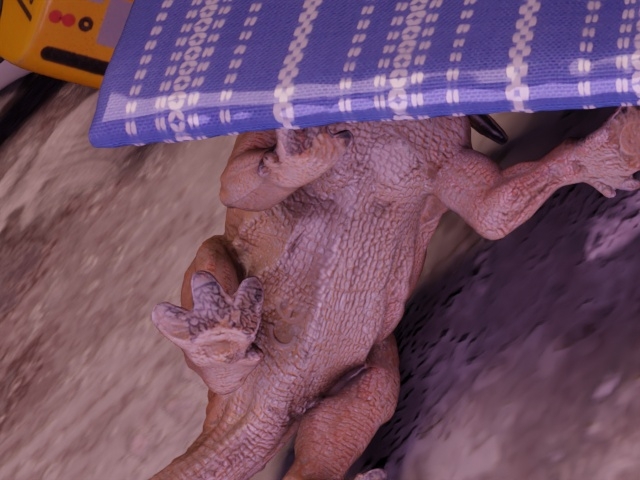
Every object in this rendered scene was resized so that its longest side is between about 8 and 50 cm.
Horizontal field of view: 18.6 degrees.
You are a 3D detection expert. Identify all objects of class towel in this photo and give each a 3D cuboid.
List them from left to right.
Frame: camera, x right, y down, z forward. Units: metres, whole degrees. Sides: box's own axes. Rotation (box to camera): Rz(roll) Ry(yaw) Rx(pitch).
[{"bbox_3d":[0.110,-0.120,0.639,0.336,0.040,0.243,-3,44,21],"label":"towel"}]

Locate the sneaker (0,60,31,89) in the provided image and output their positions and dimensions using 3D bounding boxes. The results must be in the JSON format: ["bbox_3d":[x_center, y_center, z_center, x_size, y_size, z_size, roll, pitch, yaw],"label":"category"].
[{"bbox_3d":[-0.275,-0.085,1.405,0.235,0.153,0.094,-9,18,-5],"label":"sneaker"}]

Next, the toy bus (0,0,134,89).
[{"bbox_3d":[-0.163,-0.185,1.245,0.130,0.108,0.333,-70,26,17],"label":"toy bus"}]

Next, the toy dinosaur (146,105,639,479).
[{"bbox_3d":[0.000,0.000,0.730,0.296,0.127,0.200,-61,15,1],"label":"toy dinosaur"}]
